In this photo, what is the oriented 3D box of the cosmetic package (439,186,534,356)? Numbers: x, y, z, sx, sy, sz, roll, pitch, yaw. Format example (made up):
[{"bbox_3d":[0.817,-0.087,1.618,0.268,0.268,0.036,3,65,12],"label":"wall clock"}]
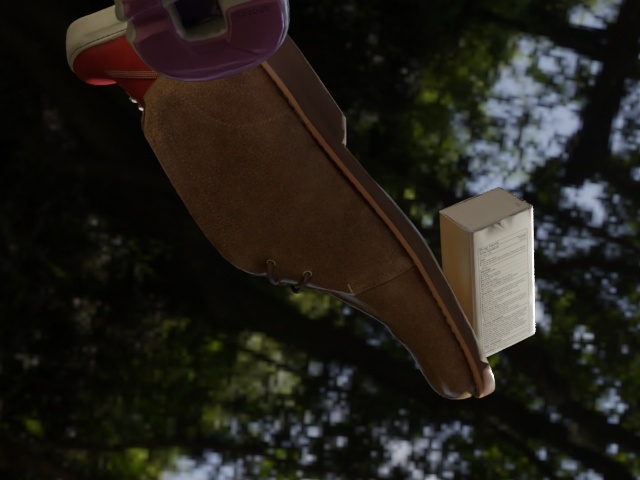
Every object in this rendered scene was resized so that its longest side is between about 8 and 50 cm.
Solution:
[{"bbox_3d":[0.124,0.025,1.025,0.041,0.060,0.115,37,-40,49],"label":"cosmetic package"}]

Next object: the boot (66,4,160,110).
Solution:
[{"bbox_3d":[-0.126,-0.104,1.108,0.244,0.088,0.176,-5,-82,58],"label":"boot"}]

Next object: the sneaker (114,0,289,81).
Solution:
[{"bbox_3d":[-0.085,-0.193,0.649,0.104,0.095,0.236,-94,166,-50],"label":"sneaker"}]

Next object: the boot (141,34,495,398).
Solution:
[{"bbox_3d":[0.000,0.000,0.898,0.115,0.305,0.112,-39,-165,-5],"label":"boot"}]
